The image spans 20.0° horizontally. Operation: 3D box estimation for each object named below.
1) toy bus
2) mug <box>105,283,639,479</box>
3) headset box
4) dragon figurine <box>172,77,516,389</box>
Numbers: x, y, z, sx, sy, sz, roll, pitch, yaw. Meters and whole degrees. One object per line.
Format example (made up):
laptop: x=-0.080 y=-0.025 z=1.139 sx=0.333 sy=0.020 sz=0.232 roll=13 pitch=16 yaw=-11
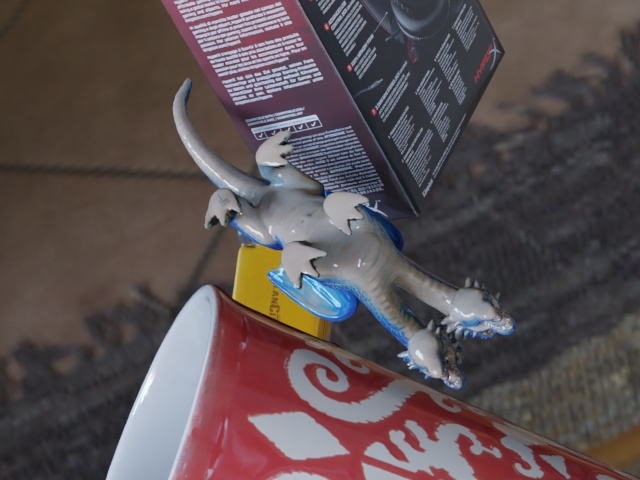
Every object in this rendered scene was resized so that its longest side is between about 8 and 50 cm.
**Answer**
toy bus: x=-0.045 y=0.106 z=2.094 sx=0.108 sy=0.130 sz=0.332 roll=6 pitch=82 yaw=10
mug: x=0.019 y=0.110 z=0.559 sx=0.169 sy=0.113 sz=0.150 roll=21 pitch=55 yaw=-13
headset box: x=0.001 y=-0.185 z=1.319 sx=0.110 sy=0.293 sz=0.218 roll=-11 pitch=34 yaw=34
dragon figurine: x=0.000 y=0.000 z=1.238 sx=0.289 sy=0.144 sz=0.085 roll=33 pitch=83 yaw=37
